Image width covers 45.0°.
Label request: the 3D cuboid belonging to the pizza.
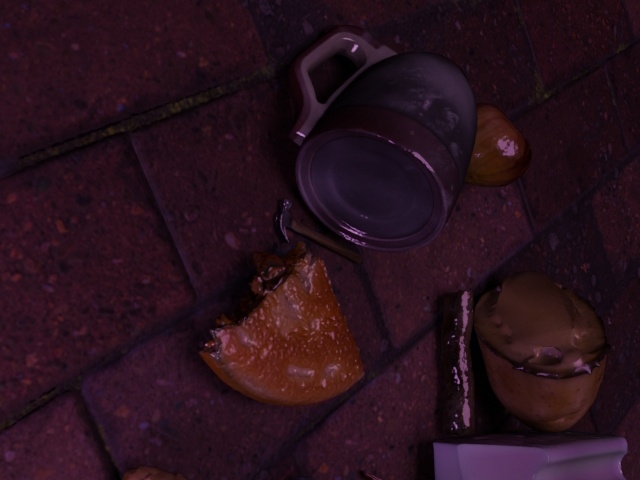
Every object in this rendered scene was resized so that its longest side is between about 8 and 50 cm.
[{"bbox_3d":[-0.048,0.113,1.073,0.289,0.081,0.228,14,82,-42],"label":"pizza"}]

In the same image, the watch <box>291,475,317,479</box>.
[{"bbox_3d":[-0.003,0.440,1.058,0.206,0.068,0.193,35,55,-19],"label":"watch"}]

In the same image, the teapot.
[{"bbox_3d":[0.092,-0.188,1.177,0.315,0.233,0.312,34,50,-5],"label":"teapot"}]

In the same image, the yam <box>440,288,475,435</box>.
[{"bbox_3d":[0.237,0.209,1.341,0.061,0.061,0.253,7,81,-42],"label":"yam"}]

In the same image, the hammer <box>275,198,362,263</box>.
[{"bbox_3d":[0.000,0.000,1.178,0.182,0.017,0.062,29,67,-38],"label":"hammer"}]

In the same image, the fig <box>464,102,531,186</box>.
[{"bbox_3d":[0.260,-0.160,1.358,0.231,0.143,0.160,-9,60,-36],"label":"fig"}]

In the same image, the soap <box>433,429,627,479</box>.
[{"bbox_3d":[0.350,0.392,1.322,0.347,0.208,0.115,8,78,-41],"label":"soap"}]

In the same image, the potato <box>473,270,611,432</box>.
[{"bbox_3d":[0.392,0.216,1.381,0.242,0.285,0.242,-9,121,-16],"label":"potato"}]

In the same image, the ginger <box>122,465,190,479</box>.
[{"bbox_3d":[-0.210,0.357,0.898,0.123,0.115,0.193,32,70,-12],"label":"ginger"}]

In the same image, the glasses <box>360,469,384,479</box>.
[{"bbox_3d":[0.136,0.507,1.172,0.268,0.118,0.234,48,57,-27],"label":"glasses"}]
